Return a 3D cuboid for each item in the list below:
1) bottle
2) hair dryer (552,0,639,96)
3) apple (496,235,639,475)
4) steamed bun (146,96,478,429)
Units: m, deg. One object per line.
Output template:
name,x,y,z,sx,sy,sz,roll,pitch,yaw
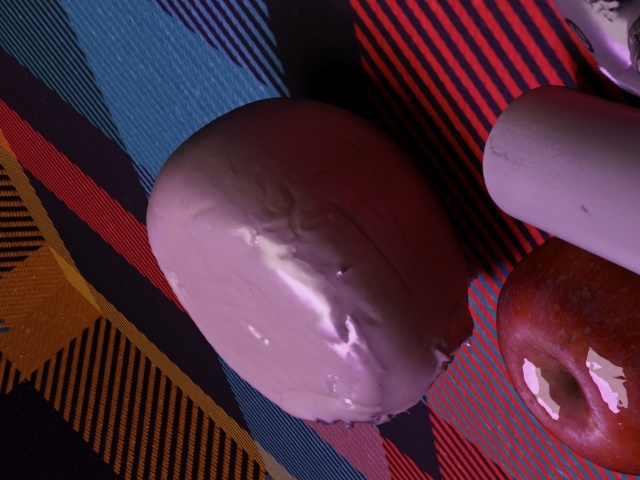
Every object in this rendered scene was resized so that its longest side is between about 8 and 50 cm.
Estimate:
bottle,0.215,-0.030,0.864,0.245,0.104,0.104,32,156,56
hair dryer,0.227,-0.082,0.721,0.219,0.088,0.225,31,-158,-18
apple,0.236,0.076,0.989,0.201,0.162,0.201,46,153,31
steamed bun,0.000,0.000,1.272,0.334,0.233,0.312,4,131,54
